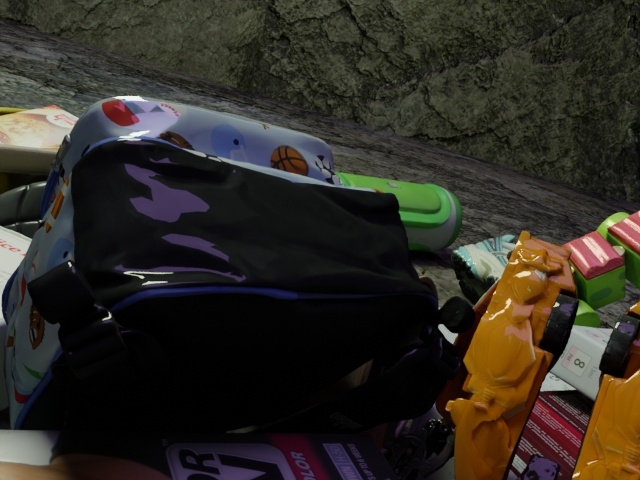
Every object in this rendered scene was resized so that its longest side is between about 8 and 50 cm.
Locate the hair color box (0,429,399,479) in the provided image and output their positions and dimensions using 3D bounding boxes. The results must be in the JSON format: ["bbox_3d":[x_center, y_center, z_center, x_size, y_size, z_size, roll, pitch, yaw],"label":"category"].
[{"bbox_3d":[-0.116,0.183,0.320,0.374,0.114,0.185,7,19,-25],"label":"hair color box"}]

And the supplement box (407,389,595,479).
[{"bbox_3d":[0.205,0.197,0.640,0.239,0.073,0.130,5,21,-31],"label":"supplement box"}]

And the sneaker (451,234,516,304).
[{"bbox_3d":[0.294,0.057,1.025,0.122,0.110,0.283,-26,28,-7],"label":"sneaker"}]

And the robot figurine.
[{"bbox_3d":[0.152,0.147,0.483,0.211,0.291,0.085,20,-19,24],"label":"robot figurine"}]

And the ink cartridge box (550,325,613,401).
[{"bbox_3d":[0.352,0.164,0.695,0.232,0.066,0.189,30,11,38],"label":"ink cartridge box"}]

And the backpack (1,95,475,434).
[{"bbox_3d":[-0.091,0.047,0.493,0.276,0.263,0.213,12,46,-36],"label":"backpack"}]

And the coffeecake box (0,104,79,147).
[{"bbox_3d":[-0.420,-0.124,1.021,0.142,0.068,0.185,27,35,34],"label":"coffeecake box"}]

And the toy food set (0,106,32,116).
[{"bbox_3d":[-0.531,-0.174,1.180,0.128,0.071,0.218,-2,4,30],"label":"toy food set"}]

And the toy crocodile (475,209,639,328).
[{"bbox_3d":[0.329,0.033,0.855,0.340,0.105,0.115,-25,43,-6],"label":"toy crocodile"}]

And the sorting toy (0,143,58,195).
[{"bbox_3d":[-0.361,-0.056,0.856,0.347,0.047,0.196,2,-15,-40],"label":"sorting toy"}]

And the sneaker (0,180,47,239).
[{"bbox_3d":[-0.235,0.000,0.849,0.340,0.125,0.139,-3,-5,-37],"label":"sneaker"}]

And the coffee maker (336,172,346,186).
[{"bbox_3d":[0.000,0.000,0.972,0.171,0.120,0.178,42,29,29],"label":"coffee maker"}]

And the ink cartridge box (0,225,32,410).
[{"bbox_3d":[-0.295,0.064,0.571,0.158,0.092,0.218,20,19,16],"label":"ink cartridge box"}]

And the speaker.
[{"bbox_3d":[0.099,-0.047,1.233,0.296,0.131,0.131,4,20,-34],"label":"speaker"}]

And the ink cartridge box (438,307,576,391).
[{"bbox_3d":[0.166,0.139,0.838,0.224,0.045,0.223,12,17,-12],"label":"ink cartridge box"}]

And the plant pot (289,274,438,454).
[{"bbox_3d":[0.000,0.093,0.664,0.165,0.167,0.167,15,15,26],"label":"plant pot"}]

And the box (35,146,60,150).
[{"bbox_3d":[-0.384,-0.086,0.879,0.136,0.028,0.081,-7,-11,-18],"label":"box"}]
